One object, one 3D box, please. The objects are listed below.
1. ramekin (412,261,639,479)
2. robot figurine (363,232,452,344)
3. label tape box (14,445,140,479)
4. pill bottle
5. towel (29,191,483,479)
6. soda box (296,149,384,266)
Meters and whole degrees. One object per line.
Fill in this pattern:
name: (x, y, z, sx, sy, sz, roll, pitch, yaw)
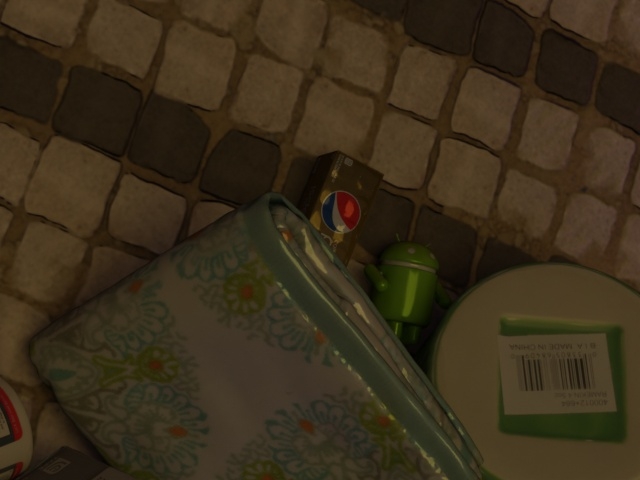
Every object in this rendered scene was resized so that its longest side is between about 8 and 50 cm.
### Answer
ramekin: (0.236, 0.169, 1.700, 0.303, 0.148, 0.303, 1, 63, -3)
robot figurine: (0.090, 0.053, 1.759, 0.101, 0.067, 0.115, 15, 80, -29)
label tape box: (-0.136, 0.347, 1.461, 0.115, 0.347, 0.249, -36, 118, -30)
pill bottle: (-0.367, 0.197, 1.512, 0.180, 0.108, 0.108, -19, 94, -42)
towel: (-0.059, 0.173, 1.579, 0.320, 0.090, 0.374, -32, 102, 24)
soda box: (0.000, 0.000, 1.730, 0.061, 0.058, 0.181, 27, 77, -19)
